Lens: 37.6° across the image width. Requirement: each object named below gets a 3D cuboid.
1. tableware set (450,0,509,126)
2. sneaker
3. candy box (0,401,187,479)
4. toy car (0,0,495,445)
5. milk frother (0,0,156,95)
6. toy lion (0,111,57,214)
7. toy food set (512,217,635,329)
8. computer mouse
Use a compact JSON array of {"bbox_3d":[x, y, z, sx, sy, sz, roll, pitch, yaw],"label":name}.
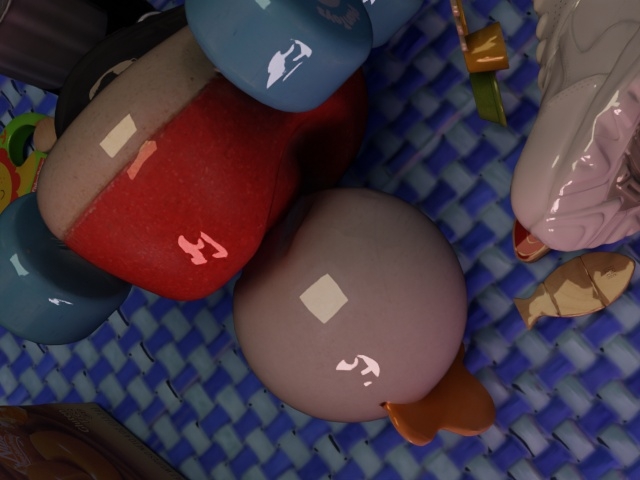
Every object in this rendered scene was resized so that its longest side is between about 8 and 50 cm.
[{"bbox_3d":[0.074,-0.137,0.475,0.024,0.104,0.154,-13,56,11],"label":"tableware set"},{"bbox_3d":[0.136,-0.101,0.440,0.115,0.090,0.232,18,71,41],"label":"sneaker"},{"bbox_3d":[-0.082,0.199,0.452,0.316,0.183,0.087,33,98,26],"label":"candy box"},{"bbox_3d":[0.000,0.000,0.469,0.238,0.210,0.219,46,119,-6],"label":"toy car"},{"bbox_3d":[-0.170,-0.167,0.572,0.129,0.135,0.143,-49,66,12],"label":"milk frother"},{"bbox_3d":[-0.208,-0.039,0.634,0.096,0.034,0.100,19,91,34],"label":"toy lion"},{"bbox_3d":[0.148,-0.009,0.460,0.122,0.019,0.078,-21,75,23],"label":"toy food set"},{"bbox_3d":[-0.068,-0.144,0.536,0.041,0.071,0.242,44,86,-6],"label":"computer mouse"}]
